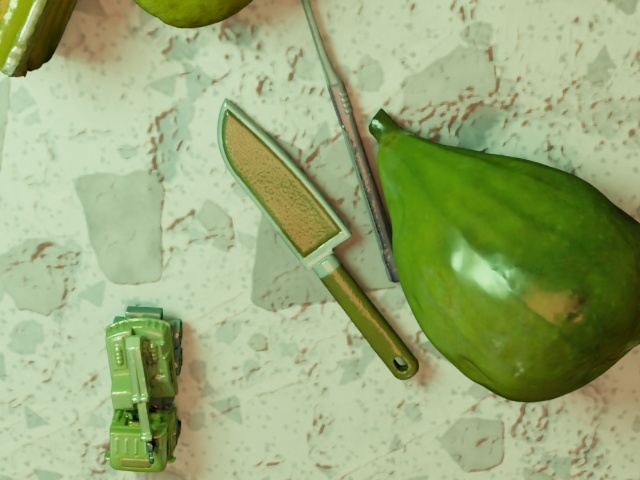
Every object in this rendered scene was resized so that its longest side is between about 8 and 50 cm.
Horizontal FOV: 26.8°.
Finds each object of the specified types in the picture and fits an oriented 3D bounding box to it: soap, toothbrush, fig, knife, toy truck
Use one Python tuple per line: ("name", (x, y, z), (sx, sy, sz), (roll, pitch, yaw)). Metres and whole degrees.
("soap", (-0.234, -0.282, 1.197), (0.080, 0.160, 0.257), (25, 105, -6))
("toothbrush", (0.031, -0.122, 1.317), (0.029, 0.024, 0.354), (-16, 106, 7))
("fig", (0.175, 0.023, 1.302), (0.314, 0.233, 0.233), (32, 111, 36))
("knife", (0.001, -0.001, 1.355), (0.061, 0.027, 0.343), (-36, 101, 15))
("toy truck", (-0.183, 0.156, 1.366), (0.077, 0.100, 0.169), (4, 107, 0))

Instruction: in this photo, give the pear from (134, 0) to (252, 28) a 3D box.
("pear", (-0.110, -0.273, 1.207), (0.149, 0.149, 0.162), (31, 109, -9))
